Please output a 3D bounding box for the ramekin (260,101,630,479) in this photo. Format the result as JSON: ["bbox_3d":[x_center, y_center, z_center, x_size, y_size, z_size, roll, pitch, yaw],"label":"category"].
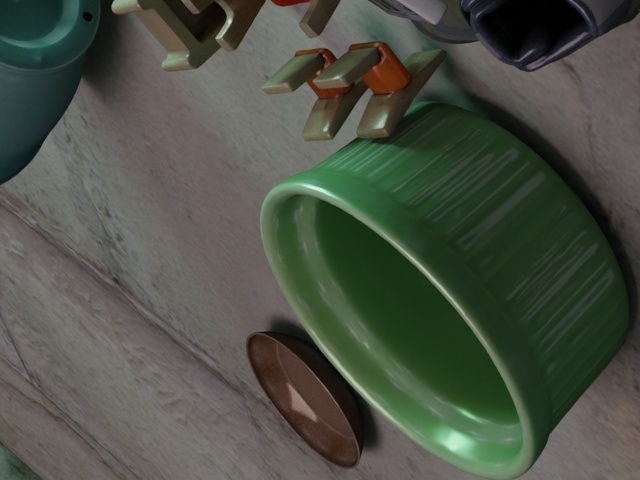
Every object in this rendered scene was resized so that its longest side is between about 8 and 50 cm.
[{"bbox_3d":[0.106,0.034,1.423,0.303,0.148,0.303,41,157,21],"label":"ramekin"}]

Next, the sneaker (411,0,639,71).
[{"bbox_3d":[0.122,-0.167,1.111,0.111,0.121,0.300,44,161,-14],"label":"sneaker"}]

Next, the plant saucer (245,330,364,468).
[{"bbox_3d":[-0.010,0.179,2.046,0.198,0.036,0.198,43,157,23],"label":"plant saucer"}]

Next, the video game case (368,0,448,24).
[{"bbox_3d":[0.001,-0.193,1.140,0.157,0.019,0.143,33,-177,-14],"label":"video game case"}]

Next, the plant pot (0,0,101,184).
[{"bbox_3d":[-0.367,-0.218,1.882,0.272,0.271,0.255,54,143,-4],"label":"plant pot"}]

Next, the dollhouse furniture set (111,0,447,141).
[{"bbox_3d":[-0.048,-0.219,1.399,0.262,0.135,0.259,49,155,-25],"label":"dollhouse furniture set"}]
